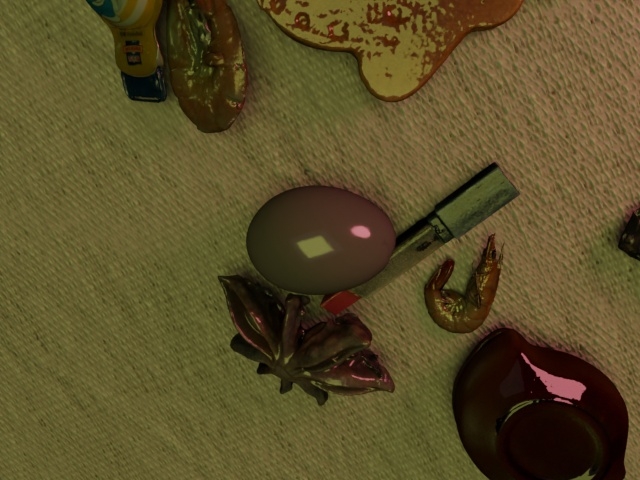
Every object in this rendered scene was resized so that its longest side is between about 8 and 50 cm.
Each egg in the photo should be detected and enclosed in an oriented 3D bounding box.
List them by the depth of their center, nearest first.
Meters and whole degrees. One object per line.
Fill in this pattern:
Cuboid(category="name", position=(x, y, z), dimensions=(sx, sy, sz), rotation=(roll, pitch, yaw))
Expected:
Cuboid(category="egg", position=(0.000, 0.000, 0.819), dimensions=(0.199, 0.146, 0.146), rotation=(3, 105, 8))

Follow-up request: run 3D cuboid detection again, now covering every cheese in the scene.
Cuboid(category="cheese", position=(-0.251, -0.312, 0.790), dimensions=(0.177, 0.069, 0.270), rotation=(12, 122, 36))

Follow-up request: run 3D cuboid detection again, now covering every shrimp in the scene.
Cuboid(category="shrimp", position=(-0.154, -0.273, 0.790), dimensions=(0.145, 0.061, 0.267), rotation=(-8, 91, 48))
Cuboid(category="shrimp", position=(0.203, 0.058, 0.875), dimensions=(0.095, 0.045, 0.162), rotation=(21, 113, 22))

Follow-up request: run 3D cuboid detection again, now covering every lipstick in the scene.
Cuboid(category="lipstick", position=(0.129, 0.008, 0.859), dimensions=(0.312, 0.051, 0.051), rotation=(-38, 99, 17))

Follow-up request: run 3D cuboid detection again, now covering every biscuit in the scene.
Cuboid(category="biscuit", position=(0.092, -0.319, 0.762), dimensions=(0.344, 0.057, 0.287), rotation=(-8, 102, 3))

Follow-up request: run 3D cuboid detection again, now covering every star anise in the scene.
Cuboid(category="star anise", position=(-0.018, 0.148, 0.881), dimensions=(0.258, 0.110, 0.198), rotation=(11, 132, 19))

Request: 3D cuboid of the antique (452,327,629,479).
Cuboid(category="antique", position=(0.309, 0.255, 0.863), dimensions=(0.224, 0.129, 0.278), rotation=(-32, 102, 11))

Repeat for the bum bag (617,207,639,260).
Cuboid(category="bum bag", position=(0.513, 0.035, 0.810), dimensions=(0.248, 0.069, 0.102), rotation=(35, 105, -6))
